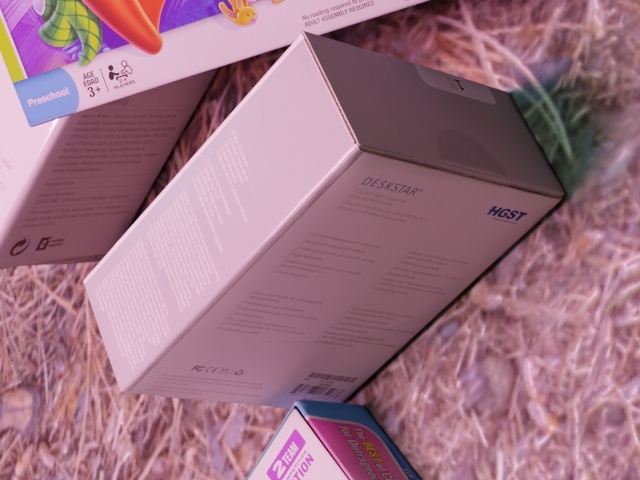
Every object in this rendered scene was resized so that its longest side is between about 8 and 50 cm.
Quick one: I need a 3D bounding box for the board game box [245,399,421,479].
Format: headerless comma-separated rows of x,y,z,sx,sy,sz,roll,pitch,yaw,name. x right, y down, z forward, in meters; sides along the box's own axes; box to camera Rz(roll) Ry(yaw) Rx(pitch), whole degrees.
0.027,0.290,0.955,0.316,0.064,0.242,51,119,38,board game box

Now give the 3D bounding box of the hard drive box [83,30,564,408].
0.000,0.000,0.948,0.232,0.181,0.089,-44,54,31,hard drive box

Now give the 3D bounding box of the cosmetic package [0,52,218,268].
-0.179,-0.192,1.148,0.217,0.156,0.385,44,113,22,cosmetic package

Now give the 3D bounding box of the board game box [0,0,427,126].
-0.056,-0.231,0.948,0.347,0.078,0.233,-16,103,18,board game box
